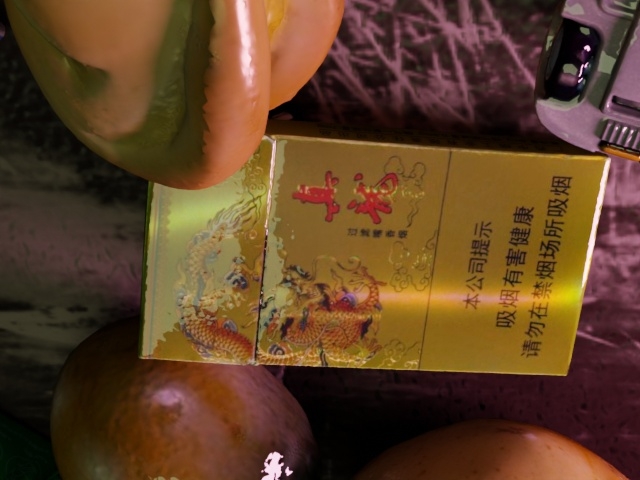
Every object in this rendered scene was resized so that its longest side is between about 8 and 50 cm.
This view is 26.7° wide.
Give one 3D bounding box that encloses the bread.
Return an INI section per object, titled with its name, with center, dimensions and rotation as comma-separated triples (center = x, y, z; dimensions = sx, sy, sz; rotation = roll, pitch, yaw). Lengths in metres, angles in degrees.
[bread]
center = -0.083, -0.201, 0.766
dimensions = 0.211, 0.270, 0.315
rotation = -15, 114, 4

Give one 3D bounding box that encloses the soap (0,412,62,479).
[soap]
center = -0.369, 0.190, 1.174
dimensions = 0.273, 0.098, 0.218
rotation = 32, 124, -10

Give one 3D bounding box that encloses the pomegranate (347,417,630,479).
[pomegranate]
center = 0.124, 0.296, 1.028
dimensions = 0.319, 0.319, 0.319
rotation = 5, 124, 8

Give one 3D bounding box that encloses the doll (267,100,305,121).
[doll]
center = 0.000, 0.000, 0.992
dimensions = 0.091, 0.067, 0.219
rotation = -20, 112, 12

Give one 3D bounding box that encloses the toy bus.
[toy bus]
center = 0.211, -0.160, 0.797
dimensions = 0.126, 0.136, 0.209
rotation = 16, 124, 1

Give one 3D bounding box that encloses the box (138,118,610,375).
[box]
center = 0.034, 0.007, 0.938
dimensions = 0.311, 0.043, 0.173
rotation = 4, 112, -8

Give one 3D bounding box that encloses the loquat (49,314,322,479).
[loquat]
center = -0.104, 0.162, 1.045
dimensions = 0.227, 0.179, 0.179
rotation = 43, 125, 15

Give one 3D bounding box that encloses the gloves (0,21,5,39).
[gloves]
center = -0.314, -0.139, 0.957
dimensions = 0.229, 0.097, 0.119
rotation = -37, 140, 24
